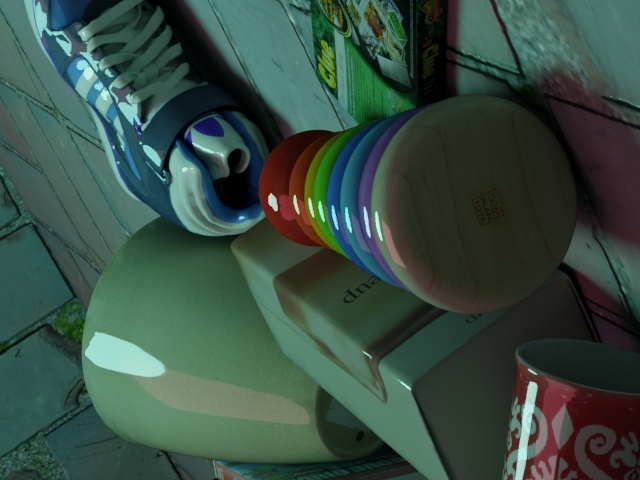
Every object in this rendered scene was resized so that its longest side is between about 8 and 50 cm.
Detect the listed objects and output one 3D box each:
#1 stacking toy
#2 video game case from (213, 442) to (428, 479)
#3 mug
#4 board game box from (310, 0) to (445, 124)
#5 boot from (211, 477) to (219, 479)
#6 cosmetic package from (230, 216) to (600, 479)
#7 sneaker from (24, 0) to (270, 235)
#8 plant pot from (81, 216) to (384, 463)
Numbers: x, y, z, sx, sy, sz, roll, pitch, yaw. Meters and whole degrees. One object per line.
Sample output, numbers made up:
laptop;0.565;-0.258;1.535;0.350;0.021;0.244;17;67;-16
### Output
stacking toy;0.045;-0.028;1.387;0.141;0.141;0.330;60;163;-13
video game case;0.027;0.224;1.940;0.285;0.204;0.025;-175;74;-72
mug;0.186;0.162;1.327;0.113;0.150;0.169;24;109;47
board game box;0.039;-0.149;1.411;0.136;0.030;0.259;48;164;22
boot;0.011;0.361;2.078;0.348;0.131;0.260;-5;98;50
cosmetic package;0.072;0.059;1.510;0.296;0.153;0.129;34;155;54
sneaker;-0.145;-0.149;1.875;0.236;0.130;0.322;20;138;53
plant pot;-0.052;0.120;1.945;0.274;0.256;0.256;17;141;45
